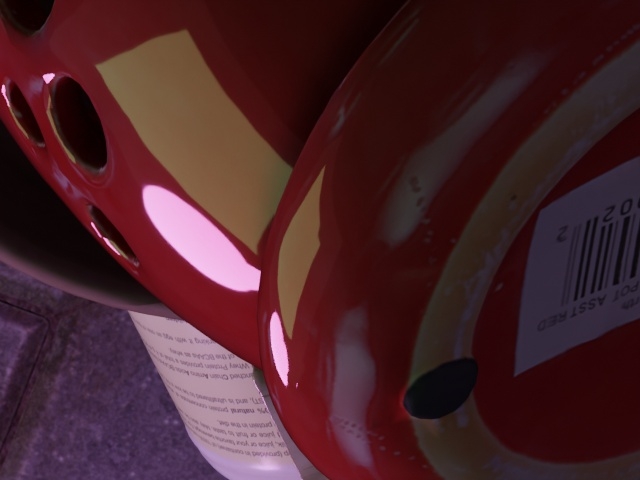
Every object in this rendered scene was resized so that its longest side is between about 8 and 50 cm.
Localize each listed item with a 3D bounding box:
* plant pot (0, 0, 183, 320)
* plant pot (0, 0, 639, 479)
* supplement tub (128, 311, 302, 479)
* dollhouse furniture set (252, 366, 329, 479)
[{"bbox_3d":[-0.028,-0.139,0.697,0.229,0.263,0.263,-87,-21,-52],"label":"plant pot"},{"bbox_3d":[0.031,-0.044,0.433,0.174,0.191,0.191,53,171,38],"label":"plant pot"},{"bbox_3d":[0.000,0.000,1.135,0.235,0.235,0.325,-119,5,-63],"label":"supplement tub"},{"bbox_3d":[0.047,0.004,0.842,0.259,0.135,0.262,-91,-23,-70],"label":"dollhouse furniture set"}]
